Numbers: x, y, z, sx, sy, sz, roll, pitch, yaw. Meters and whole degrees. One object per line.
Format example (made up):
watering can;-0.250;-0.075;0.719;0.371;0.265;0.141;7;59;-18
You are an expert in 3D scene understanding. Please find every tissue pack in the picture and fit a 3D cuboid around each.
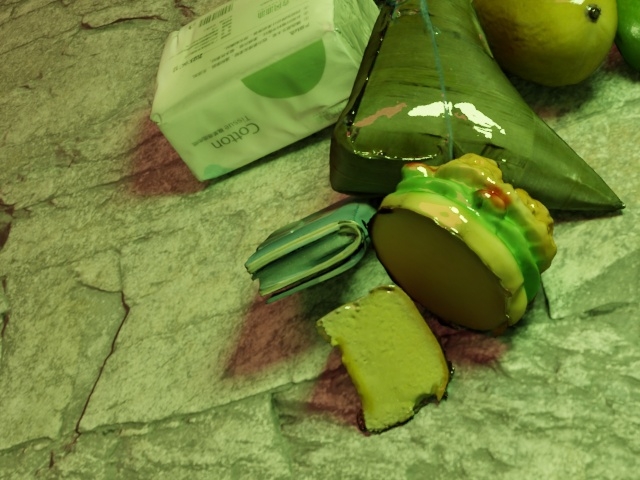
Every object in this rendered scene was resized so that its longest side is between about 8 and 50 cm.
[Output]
tissue pack;-0.085;-0.285;1.985;0.356;0.194;0.266;-22;38;21

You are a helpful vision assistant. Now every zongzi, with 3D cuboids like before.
zongzi;0.234;-0.199;1.662;0.392;0.174;0.356;8;55;11

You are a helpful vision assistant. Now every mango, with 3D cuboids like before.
mango;0.299;-0.323;1.728;0.142;0.195;0.331;-23;23;-22

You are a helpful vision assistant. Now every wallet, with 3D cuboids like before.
wallet;0.000;0.000;1.634;0.176;0.075;0.250;-26;6;15

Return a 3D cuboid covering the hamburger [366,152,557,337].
hamburger;0.184;-0.009;1.482;0.237;0.237;0.149;18;56;45

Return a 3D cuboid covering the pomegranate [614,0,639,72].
pomegranate;0.493;-0.355;1.681;0.189;0.159;0.241;-9;41;26

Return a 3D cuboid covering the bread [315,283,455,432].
bread;0.087;0.150;1.514;0.140;0.169;0.160;-29;78;7
